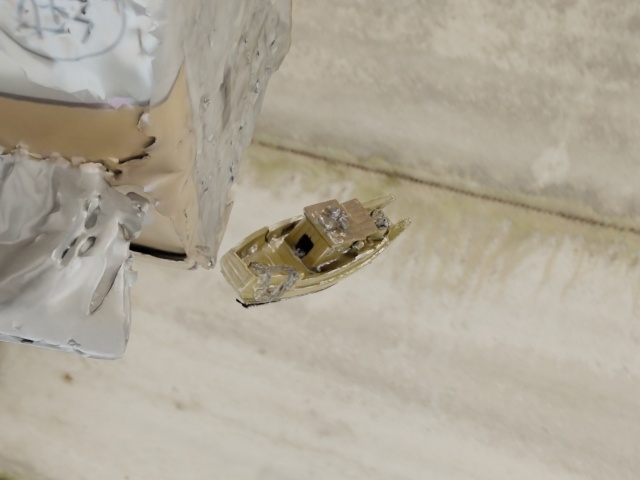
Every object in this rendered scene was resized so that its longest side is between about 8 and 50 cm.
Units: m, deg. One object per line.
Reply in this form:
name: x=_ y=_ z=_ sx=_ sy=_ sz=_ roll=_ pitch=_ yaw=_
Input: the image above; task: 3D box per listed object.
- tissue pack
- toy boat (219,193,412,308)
tissue pack: x=-0.180 y=-0.086 z=0.471 sx=0.305 sy=0.238 sz=0.238 roll=13 pitch=-104 yaw=5
toy boat: x=0.000 y=0.000 z=1.030 sx=0.064 sy=0.206 sz=0.072 roll=53 pitch=-50 yaw=14
